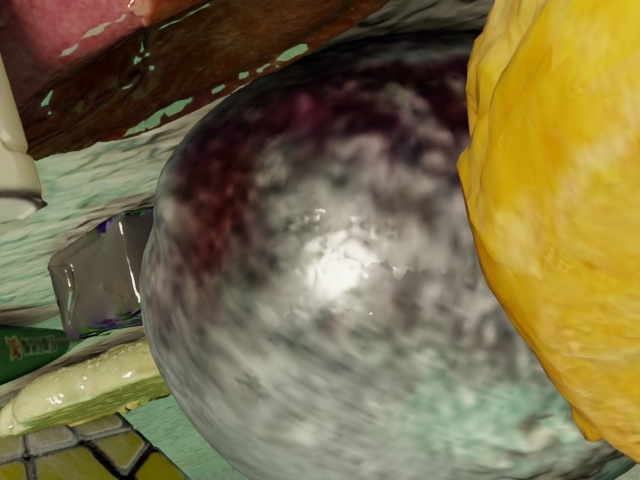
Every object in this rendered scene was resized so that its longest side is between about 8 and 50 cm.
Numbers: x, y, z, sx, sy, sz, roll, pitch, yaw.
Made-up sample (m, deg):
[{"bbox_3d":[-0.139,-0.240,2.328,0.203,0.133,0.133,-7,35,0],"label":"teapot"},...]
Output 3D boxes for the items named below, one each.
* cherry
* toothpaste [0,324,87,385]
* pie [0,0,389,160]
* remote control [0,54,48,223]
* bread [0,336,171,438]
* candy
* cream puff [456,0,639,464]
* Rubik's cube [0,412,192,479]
[{"bbox_3d":[0.058,0.018,0.696,0.296,0.218,0.255,5,156,-39],"label":"cherry"},{"bbox_3d":[-0.254,0.071,0.834,0.099,0.061,0.392,-23,171,18],"label":"toothpaste"},{"bbox_3d":[-0.042,-0.076,0.466,0.182,0.049,0.182,-24,176,-2],"label":"pie"},{"bbox_3d":[-0.175,-0.045,0.280,0.055,0.102,0.277,-25,168,33],"label":"remote control"},{"bbox_3d":[-0.126,0.100,1.232,0.251,0.039,0.182,-14,167,-25],"label":"bread"},{"bbox_3d":[0.000,0.000,0.900,0.312,0.061,0.088,-11,169,-37],"label":"candy"},{"bbox_3d":[0.199,-0.055,0.373,0.343,0.231,0.327,26,144,-9],"label":"cream puff"},{"bbox_3d":[-0.236,0.288,1.369,0.264,0.319,0.319,27,140,-37],"label":"Rubik's cube"}]
